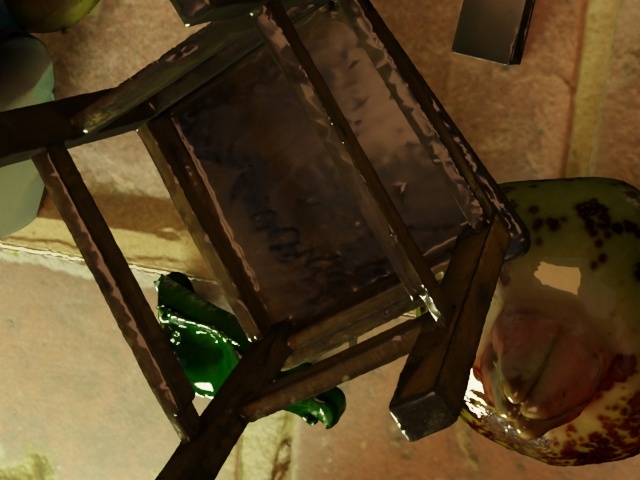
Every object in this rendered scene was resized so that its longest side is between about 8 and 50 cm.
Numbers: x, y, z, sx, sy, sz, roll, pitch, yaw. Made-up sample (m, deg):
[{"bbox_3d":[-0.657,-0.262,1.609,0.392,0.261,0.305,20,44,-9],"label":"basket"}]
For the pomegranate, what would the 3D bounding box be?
[{"bbox_3d":[0.162,0.065,0.676,0.214,0.248,0.214,6,108,18],"label":"pomegranate"}]

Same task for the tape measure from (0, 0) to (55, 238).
[{"bbox_3d":[-0.367,-0.085,0.830,0.138,0.262,0.259,43,142,17],"label":"tape measure"}]

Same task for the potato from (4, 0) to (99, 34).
[{"bbox_3d":[-0.216,-0.294,0.838,0.149,0.113,0.251,34,112,18],"label":"potato"}]

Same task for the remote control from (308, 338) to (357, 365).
[{"bbox_3d":[0.000,0.000,0.840,0.073,0.044,0.229,0,97,46],"label":"remote control"}]

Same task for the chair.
[{"bbox_3d":[-0.003,-0.041,0.646,0.203,0.416,0.240,-29,95,25],"label":"chair"}]

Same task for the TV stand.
[{"bbox_3d":[0.151,-0.260,0.733,0.049,0.040,0.256,16,105,20],"label":"TV stand"}]

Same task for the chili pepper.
[{"bbox_3d":[-0.074,0.105,0.867,0.216,0.062,0.108,28,133,25],"label":"chili pepper"}]
